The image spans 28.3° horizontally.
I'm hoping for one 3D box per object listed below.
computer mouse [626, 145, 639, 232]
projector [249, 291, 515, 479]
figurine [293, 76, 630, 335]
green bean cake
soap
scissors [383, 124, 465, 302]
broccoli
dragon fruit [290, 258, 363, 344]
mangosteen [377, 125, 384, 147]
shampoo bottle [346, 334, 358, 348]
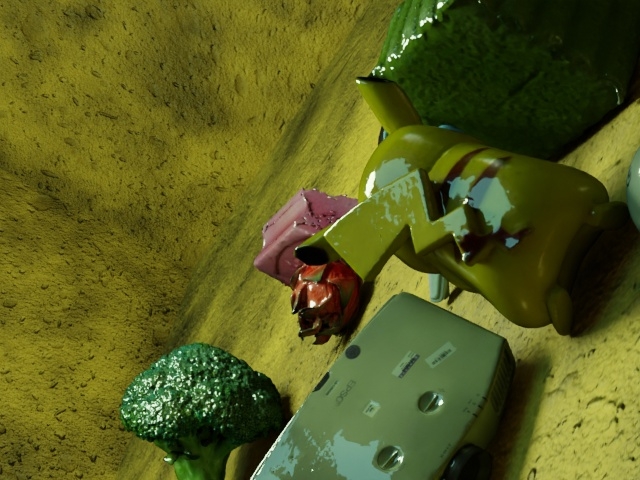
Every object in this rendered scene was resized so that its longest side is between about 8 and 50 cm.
[{"bbox_3d":[0.322,-0.083,1.122,0.182,0.056,0.089,-53,18,35],"label":"computer mouse"},{"bbox_3d":[0.078,0.195,1.260,0.193,0.088,0.269,25,68,38],"label":"projector"},{"bbox_3d":[0.133,-0.023,1.277,0.326,0.169,0.218,24,83,47],"label":"figurine"},{"bbox_3d":[0.212,-0.219,1.448,0.250,0.246,0.156,-43,22,60],"label":"green bean cake"},{"bbox_3d":[0.000,0.000,2.103,0.250,0.162,0.099,-43,21,61],"label":"soap"},{"bbox_3d":[0.137,-0.031,1.537,0.030,0.125,0.256,-39,-45,-39],"label":"scissors"},{"bbox_3d":[-0.190,0.316,2.087,0.297,0.297,0.297,161,105,-74],"label":"broccoli"},{"bbox_3d":[0.005,0.088,1.988,0.121,0.130,0.142,152,114,-63],"label":"dragon fruit"},{"bbox_3d":[0.170,-0.122,1.669,0.200,0.199,0.200,-58,12,19],"label":"mangosteen"},{"bbox_3d":[0.067,0.215,1.456,0.125,0.084,0.350,-29,22,19],"label":"shampoo bottle"}]
